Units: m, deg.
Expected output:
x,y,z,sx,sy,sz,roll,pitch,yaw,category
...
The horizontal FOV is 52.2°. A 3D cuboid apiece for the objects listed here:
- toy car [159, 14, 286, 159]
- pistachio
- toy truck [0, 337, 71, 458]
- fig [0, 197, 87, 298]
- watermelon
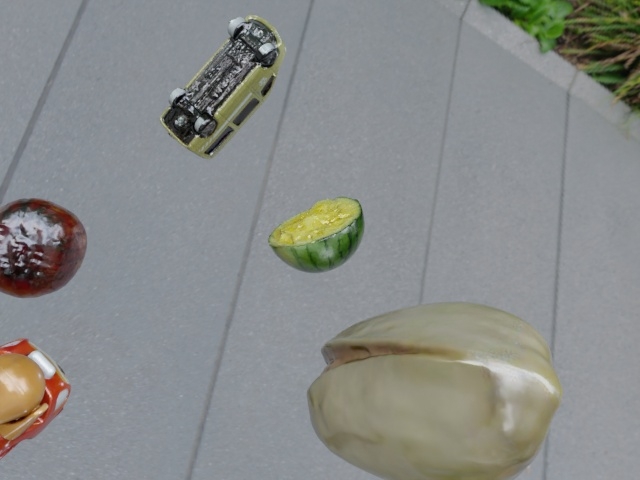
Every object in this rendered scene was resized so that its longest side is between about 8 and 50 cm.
x,y,z,sx,sy,sz,roll,pitch,yaw,category
-0.160,-0.267,1.155,0.257,0.124,0.101,-47,70,5,toy car
0.067,0.096,0.417,0.124,0.184,0.125,15,71,-50,pistachio
-0.581,0.280,1.250,0.189,0.239,0.265,48,24,-3,toy truck
-0.645,0.010,1.480,0.224,0.223,0.263,68,24,1,fig
0.000,0.000,0.689,0.105,0.105,0.062,-36,118,-35,watermelon
